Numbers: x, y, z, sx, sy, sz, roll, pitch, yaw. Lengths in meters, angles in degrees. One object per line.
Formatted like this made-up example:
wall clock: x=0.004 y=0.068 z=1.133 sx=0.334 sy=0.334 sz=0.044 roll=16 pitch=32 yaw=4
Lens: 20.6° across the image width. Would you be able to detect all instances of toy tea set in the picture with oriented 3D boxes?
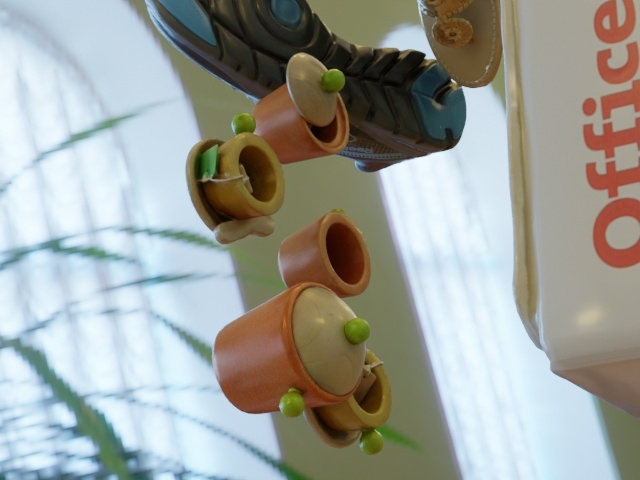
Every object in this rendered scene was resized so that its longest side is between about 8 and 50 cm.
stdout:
toy tea set: x=0.000 y=0.000 z=1.405 sx=0.124 sy=0.336 sz=0.200 roll=-20 pitch=-18 yaw=33

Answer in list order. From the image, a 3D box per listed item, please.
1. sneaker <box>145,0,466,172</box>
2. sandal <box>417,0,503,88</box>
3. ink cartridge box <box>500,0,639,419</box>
sneaker: x=-0.030 y=-0.147 z=1.630 sx=0.340 sy=0.125 sz=0.139 roll=27 pitch=-32 yaw=-28
sandal: x=0.105 y=-0.252 z=1.590 sx=0.088 sy=0.240 sz=0.079 roll=4 pitch=14 yaw=36
ink cartridge box: x=0.193 y=-0.068 z=0.460 sx=0.272 sy=0.197 sz=0.114 roll=-11 pitch=-23 yaw=27
